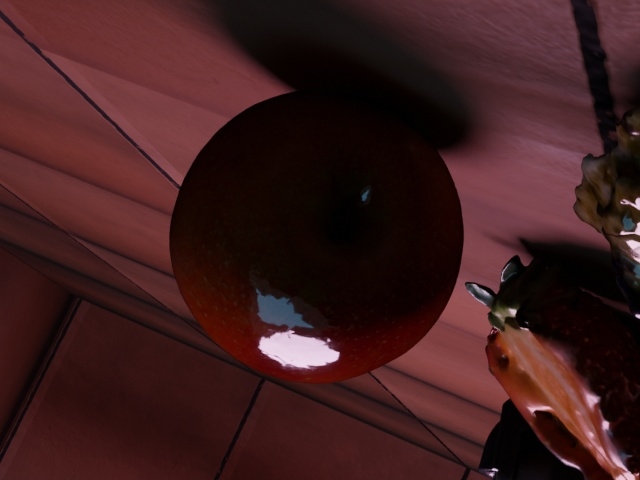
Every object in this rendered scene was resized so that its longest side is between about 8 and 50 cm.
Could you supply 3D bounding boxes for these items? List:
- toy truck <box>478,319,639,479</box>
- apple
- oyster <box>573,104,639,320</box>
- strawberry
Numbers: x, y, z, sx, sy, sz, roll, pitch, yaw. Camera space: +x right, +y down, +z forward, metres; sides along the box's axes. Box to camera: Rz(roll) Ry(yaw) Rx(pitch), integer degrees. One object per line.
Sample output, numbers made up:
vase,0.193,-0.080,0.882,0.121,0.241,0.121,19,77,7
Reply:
toy truck,0.250,0.168,1.126,0.224,0.165,0.147,23,169,12
apple,0.000,0.000,0.863,0.181,0.181,0.168,28,169,-14
oyster,0.265,0.026,0.577,0.396,0.111,0.204,23,167,34
strawberry,0.187,0.091,1.014,0.192,0.085,0.140,41,153,41
